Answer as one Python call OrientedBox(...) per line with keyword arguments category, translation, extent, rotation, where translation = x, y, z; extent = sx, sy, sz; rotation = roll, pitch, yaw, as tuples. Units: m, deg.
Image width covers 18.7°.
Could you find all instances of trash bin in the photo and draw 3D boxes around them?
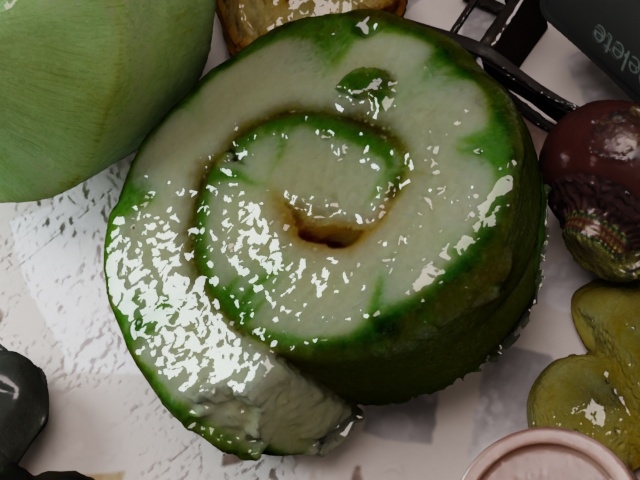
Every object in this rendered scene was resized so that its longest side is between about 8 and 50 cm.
OrientedBox(category="trash bin", translation=(0.332, -0.219, 1.667), extent=(0.225, 0.115, 0.165), rotation=(-22, 55, -33))

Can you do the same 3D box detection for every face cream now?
OrientedBox(category="face cream", translation=(0.179, 0.222, 1.479), extent=(0.149, 0.104, 0.149), rotation=(-4, 75, 15))

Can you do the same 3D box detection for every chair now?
OrientedBox(category="chair", translation=(0.189, -0.167, 1.722), extent=(0.212, 0.084, 0.101), rotation=(27, 74, 23))

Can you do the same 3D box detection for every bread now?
OrientedBox(category="bread", translation=(0.000, 0.000, 1.585), extent=(0.366, 0.129, 0.382), rotation=(13, 75, 32))
OrientedBox(category="bread", translation=(0.234, 0.108, 1.576), extent=(0.149, 0.065, 0.188), rotation=(-14, 62, 9))

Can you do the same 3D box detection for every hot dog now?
OrientedBox(category="hot dog", translation=(-0.021, -0.251, 1.792), extent=(0.175, 0.114, 0.259), rotation=(-22, 60, 4))

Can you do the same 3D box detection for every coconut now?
OrientedBox(category="coconut", translation=(-0.248, -0.185, 1.672), extent=(0.328, 0.328, 0.281), rotation=(-24, 97, -3))

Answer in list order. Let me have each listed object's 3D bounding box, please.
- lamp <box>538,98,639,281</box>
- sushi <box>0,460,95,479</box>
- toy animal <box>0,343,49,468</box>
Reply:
OrientedBox(category="lamp", translation=(0.247, -0.038, 1.595), extent=(0.157, 0.156, 0.135), rotation=(32, 70, 24))
OrientedBox(category="sushi", translation=(-0.211, 0.294, 1.483), extent=(0.238, 0.225, 0.219), rotation=(19, 41, -26))
OrientedBox(category="toy animal", translation=(-0.315, 0.179, 1.610), extent=(0.146, 0.114, 0.245), rotation=(14, 65, 18))
